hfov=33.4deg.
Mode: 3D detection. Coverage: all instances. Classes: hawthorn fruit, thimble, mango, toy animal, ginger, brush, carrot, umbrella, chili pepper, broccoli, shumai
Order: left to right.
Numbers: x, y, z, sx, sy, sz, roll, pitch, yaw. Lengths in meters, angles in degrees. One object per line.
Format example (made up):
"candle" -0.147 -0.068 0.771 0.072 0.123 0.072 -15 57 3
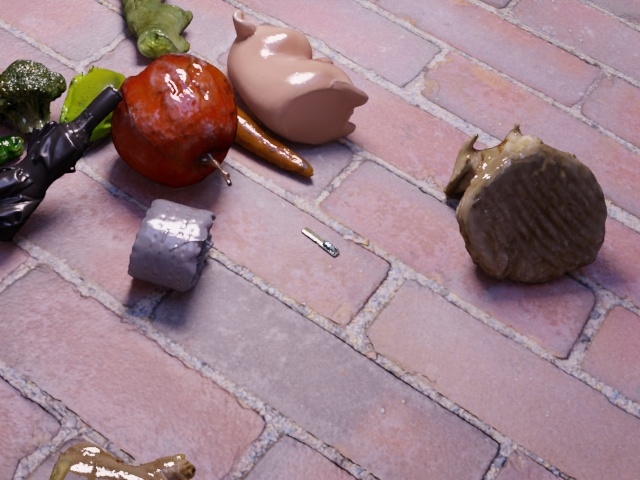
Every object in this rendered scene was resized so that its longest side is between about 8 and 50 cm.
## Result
"chili pepper" -0.600 -0.131 1.911 0.073 0.050 0.182 15 46 7
"broccoli" -0.553 -0.267 1.988 0.162 0.138 0.145 -11 2 23
"umbrella" -0.467 -0.136 1.824 0.340 0.118 0.118 -45 66 -6
"mango" -0.428 -0.253 2.023 0.119 0.100 0.178 12 53 20
"ginger" -0.290 0.362 1.541 0.213 0.074 0.138 9 48 -12
"ginger" -0.348 -0.482 2.248 0.137 0.089 0.290 -24 52 -7
"thimble" -0.250 0.010 1.812 0.117 0.127 0.151 17 49 1
"hawthorn fruit" -0.243 -0.194 1.925 0.241 0.242 0.272 -22 63 -27
"carrot" -0.098 -0.180 2.057 0.209 0.061 0.061 35 52 13
"toy animal" -0.061 -0.320 2.094 0.212 0.195 0.256 -14 51 -31
"brush" 0.000 0.000 1.947 0.083 0.013 0.016 37 55 21
"shumai" 0.364 -0.071 1.999 0.314 0.267 0.262 27 11 -24
